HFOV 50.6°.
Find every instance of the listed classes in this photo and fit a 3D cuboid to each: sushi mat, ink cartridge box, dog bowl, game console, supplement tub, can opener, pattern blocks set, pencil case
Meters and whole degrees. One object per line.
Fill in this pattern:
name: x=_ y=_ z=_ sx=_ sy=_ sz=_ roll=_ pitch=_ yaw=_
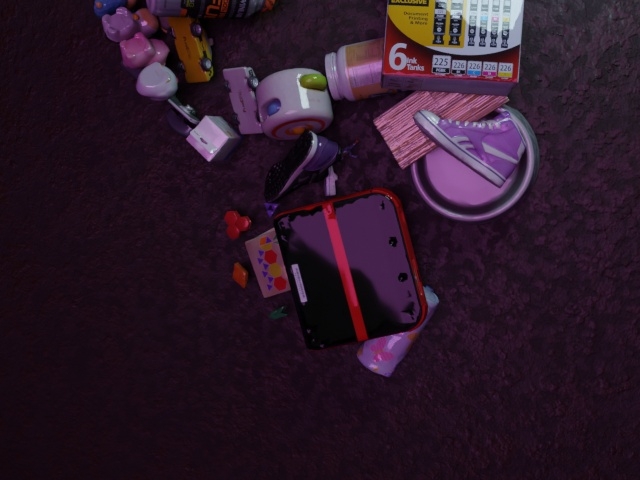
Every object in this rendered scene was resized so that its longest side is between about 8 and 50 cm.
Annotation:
sushi mat: x=0.298 y=-0.325 z=1.687 sx=0.316 sy=0.019 sz=0.151 roll=-33 pitch=85 yaw=14
ink cartridge box: x=0.305 y=-0.495 z=1.587 sx=0.309 sy=0.130 sz=0.272 roll=4 pitch=88 yaw=4
dog bowl: x=0.389 y=-0.205 z=1.746 sx=0.348 sy=0.102 sz=0.349 roll=2 pitch=100 yaw=13
game console: x=0.080 y=0.078 z=1.773 sx=0.342 sy=0.060 sz=0.387 roll=-14 pitch=92 yaw=17
ink cartridge box: x=-0.292 y=-0.281 z=1.865 sx=0.092 sy=0.143 sz=0.090 roll=43 pitch=105 yaw=3
supplement tub: x=0.123 y=-0.441 z=1.748 sx=0.199 sy=0.144 sz=0.144 roll=-9 pitch=96 yaw=14
can opener: x=-0.459 y=-0.406 z=1.920 sx=0.283 sy=0.076 sz=0.095 roll=41 pitch=104 yaw=5
supplement tub: x=-0.282 y=-0.668 z=1.726 sx=0.316 sy=0.193 sz=0.194 roll=-5 pitch=99 yaw=-19
pattern blocks set: x=-0.124 y=0.055 z=1.876 sx=0.285 sy=0.026 sz=0.325 roll=-10 pitch=95 yaw=25
pencil case: x=0.208 y=0.236 z=1.848 sx=0.124 sy=0.113 sz=0.273 roll=35 pitch=104 yaw=25

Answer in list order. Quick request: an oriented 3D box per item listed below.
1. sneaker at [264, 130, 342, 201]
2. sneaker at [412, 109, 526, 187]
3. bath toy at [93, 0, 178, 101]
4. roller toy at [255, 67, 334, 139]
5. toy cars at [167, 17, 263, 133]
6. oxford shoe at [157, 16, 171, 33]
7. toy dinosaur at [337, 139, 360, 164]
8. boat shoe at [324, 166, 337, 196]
sneaker: x=-0.047 y=-0.175 z=1.826 sx=0.283 sy=0.124 sz=0.107 roll=-38 pitch=46 yaw=47
sneaker: x=0.367 y=-0.267 z=1.630 sx=0.282 sy=0.102 sz=0.161 roll=31 pitch=101 yaw=-14
bath toy: x=-0.481 y=-0.515 z=1.835 sx=0.151 sy=0.129 sz=0.348 roll=-26 pitch=74 yaw=-12
roller toy: x=-0.066 y=-0.346 z=1.769 sx=0.191 sy=0.209 sz=0.146 roll=-11 pitch=81 yaw=4
toy cars: x=-0.268 y=-0.464 z=1.861 sx=0.393 sy=0.087 sz=0.176 roll=44 pitch=133 yaw=1
oxford shoe: x=-0.404 y=-0.746 z=1.824 sx=0.130 sy=0.133 sz=0.364 roll=9 pitch=103 yaw=11
toy dinosaur: x=0.067 y=-0.247 z=1.845 sx=0.090 sy=0.047 sz=0.082 roll=30 pitch=85 yaw=17
boat shoe: x=0.030 y=-0.172 z=1.870 sx=0.035 sy=0.035 sz=0.100 roll=-2 pitch=94 yaw=-15
